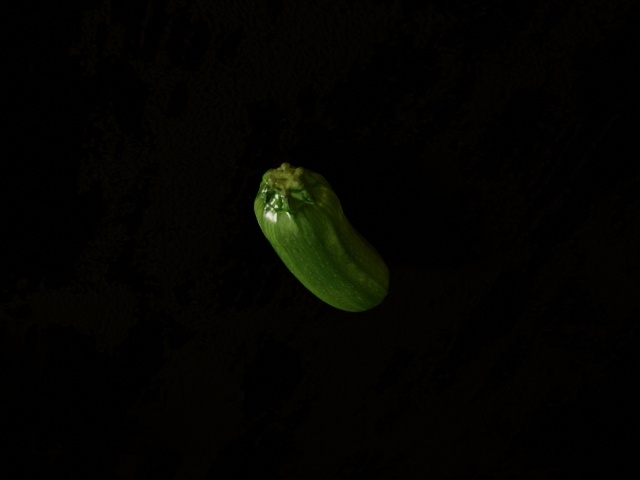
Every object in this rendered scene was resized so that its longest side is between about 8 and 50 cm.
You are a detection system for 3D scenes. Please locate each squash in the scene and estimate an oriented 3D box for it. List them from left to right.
[{"bbox_3d":[0.000,0.000,1.433,0.077,0.068,0.219,0,151,23],"label":"squash"}]
